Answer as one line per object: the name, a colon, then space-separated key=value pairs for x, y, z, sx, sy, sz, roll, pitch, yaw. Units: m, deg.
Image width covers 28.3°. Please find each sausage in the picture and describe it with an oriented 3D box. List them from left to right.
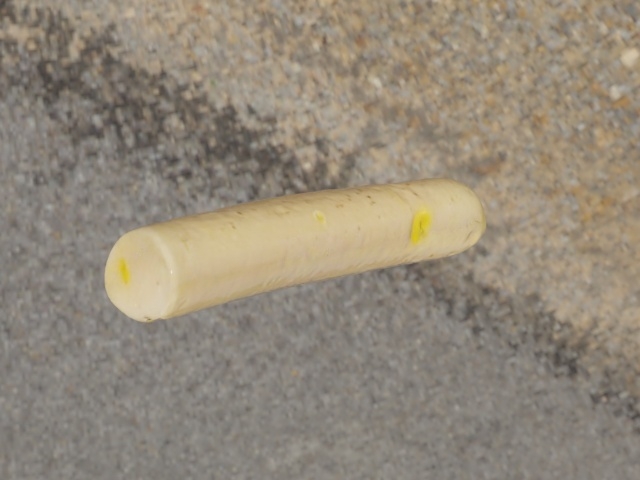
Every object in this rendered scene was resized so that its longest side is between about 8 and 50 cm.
sausage: x=-0.002 y=-0.001 z=0.818 sx=0.301 sy=0.066 sz=0.066 roll=-9 pitch=141 yaw=-45
